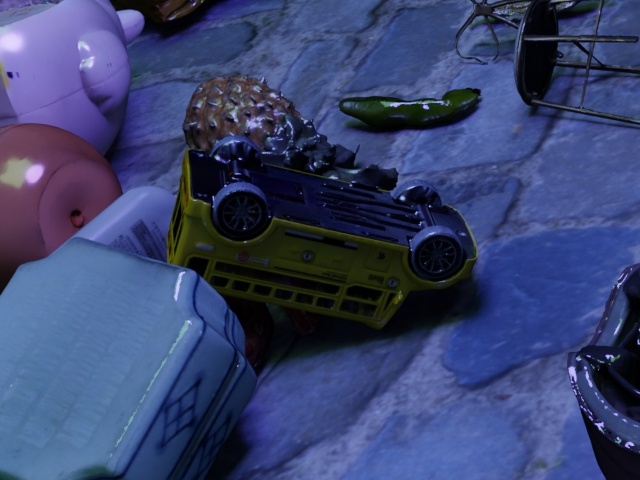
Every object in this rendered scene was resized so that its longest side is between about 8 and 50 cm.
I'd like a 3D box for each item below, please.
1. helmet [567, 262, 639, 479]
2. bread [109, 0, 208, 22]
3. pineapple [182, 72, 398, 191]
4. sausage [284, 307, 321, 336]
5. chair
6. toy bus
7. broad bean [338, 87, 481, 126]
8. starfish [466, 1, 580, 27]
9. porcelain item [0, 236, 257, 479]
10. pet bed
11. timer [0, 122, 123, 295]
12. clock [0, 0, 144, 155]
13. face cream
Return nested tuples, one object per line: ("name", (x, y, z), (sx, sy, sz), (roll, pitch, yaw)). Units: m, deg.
("helmet", (0.379, 0.136, 1.259), (0.271, 0.197, 0.338), (6, 34, 41))
("bread", (-0.245, -0.475, 2.400), (0.324, 0.167, 0.277), (-25, 34, -26))
("pineapple", (-0.035, -0.116, 1.853), (0.170, 0.141, 0.310), (-15, 33, -43))
("sausage", (-0.027, 0.073, 1.666), (0.034, 0.034, 0.129), (-23, 35, -8))
("chair", (0.291, -0.256, 1.881), (0.325, 0.160, 0.170), (11, 43, 28))
("toy bus", (0.000, 0.000, 1.590), (0.331, 0.151, 0.145), (13, 25, -14))
("broad bean", (0.121, -0.177, 1.934), (0.195, 0.046, 0.061), (-7, 24, 7))
("starfish", (0.313, -0.360, 2.095), (0.208, 0.053, 0.176), (-21, 36, -3))
("porcelain item", (-0.230, 0.159, 1.485), (0.281, 0.157, 0.286), (13, 64, 35))
("pet bed", (-0.146, 0.113, 1.646), (0.201, 0.053, 0.201), (-12, 31, 7))
("timer", (-0.365, -0.033, 1.791), (0.215, 0.230, 0.229), (4, 39, 43))
("clock", (-0.424, -0.220, 2.044), (0.368, 0.251, 0.377), (-6, 24, 20))
("face cream", (-0.219, 0.010, 1.740), (0.071, 0.144, 0.291), (8, 43, 44))
